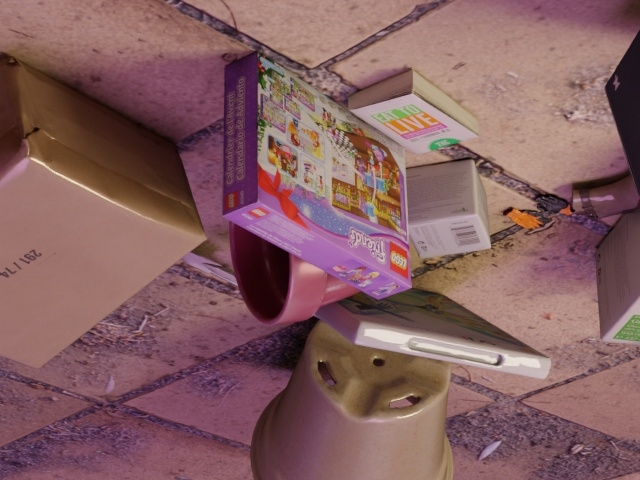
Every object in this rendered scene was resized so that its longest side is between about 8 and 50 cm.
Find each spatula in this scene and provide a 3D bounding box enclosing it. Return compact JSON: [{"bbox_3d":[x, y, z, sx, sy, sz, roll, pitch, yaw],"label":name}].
[{"bbox_3d":[-0.097,0.063,2.277,0.168,0.019,0.242,17,173,34],"label":"spatula"}]

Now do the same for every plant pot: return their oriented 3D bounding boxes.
[{"bbox_3d":[0.070,0.263,2.475,0.334,0.333,0.305,2,141,-7],"label":"plant pot"},{"bbox_3d":[0.000,0.000,2.066,0.180,0.201,0.201,-7,157,-26],"label":"plant pot"}]

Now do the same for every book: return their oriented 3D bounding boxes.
[{"bbox_3d":[0.113,-0.152,1.932,0.096,0.035,0.144,-16,151,35],"label":"book"}]

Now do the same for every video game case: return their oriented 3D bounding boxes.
[{"bbox_3d":[0.116,0.106,2.218,0.300,0.036,0.329,12,-172,-25],"label":"video game case"}]

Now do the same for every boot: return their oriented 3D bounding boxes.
[{"bbox_3d":[0.377,-0.060,2.109,0.087,0.042,0.118,1,153,0],"label":"boot"}]

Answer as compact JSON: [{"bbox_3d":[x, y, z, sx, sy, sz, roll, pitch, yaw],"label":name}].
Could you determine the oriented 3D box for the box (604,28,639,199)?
[{"bbox_3d":[0.515,-0.190,1.624,0.313,0.179,0.343,8,136,-16],"label":"box"}]

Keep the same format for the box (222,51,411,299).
[{"bbox_3d":[-0.001,-0.072,1.893,0.057,0.200,0.293,-21,146,33],"label":"box"}]

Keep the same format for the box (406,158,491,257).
[{"bbox_3d":[0.164,-0.041,2.083,0.102,0.087,0.101,-8,152,14],"label":"box"}]

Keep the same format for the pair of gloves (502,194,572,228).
[{"bbox_3d":[0.301,-0.038,2.179,0.074,0.010,0.083,21,144,-37],"label":"pair of gloves"}]

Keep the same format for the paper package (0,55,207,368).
[{"bbox_3d":[-0.358,-0.023,1.933,0.325,0.168,0.309,-36,139,24],"label":"paper package"}]

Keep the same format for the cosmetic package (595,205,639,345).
[{"bbox_3d":[0.519,0.006,2.120,0.197,0.155,0.365,6,153,-8],"label":"cosmetic package"}]
